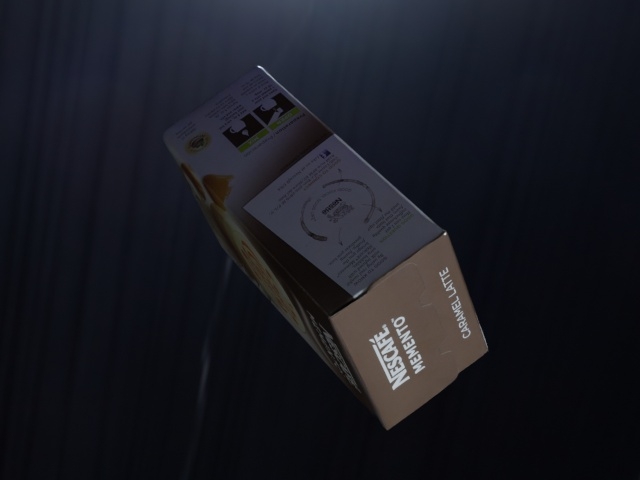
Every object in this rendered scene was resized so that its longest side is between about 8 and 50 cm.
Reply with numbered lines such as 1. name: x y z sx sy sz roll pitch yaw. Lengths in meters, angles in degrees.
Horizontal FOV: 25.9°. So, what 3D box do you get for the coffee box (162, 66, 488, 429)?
1. coffee box: 0.000 0.000 1.014 0.098 0.141 0.246 -36 46 -10
